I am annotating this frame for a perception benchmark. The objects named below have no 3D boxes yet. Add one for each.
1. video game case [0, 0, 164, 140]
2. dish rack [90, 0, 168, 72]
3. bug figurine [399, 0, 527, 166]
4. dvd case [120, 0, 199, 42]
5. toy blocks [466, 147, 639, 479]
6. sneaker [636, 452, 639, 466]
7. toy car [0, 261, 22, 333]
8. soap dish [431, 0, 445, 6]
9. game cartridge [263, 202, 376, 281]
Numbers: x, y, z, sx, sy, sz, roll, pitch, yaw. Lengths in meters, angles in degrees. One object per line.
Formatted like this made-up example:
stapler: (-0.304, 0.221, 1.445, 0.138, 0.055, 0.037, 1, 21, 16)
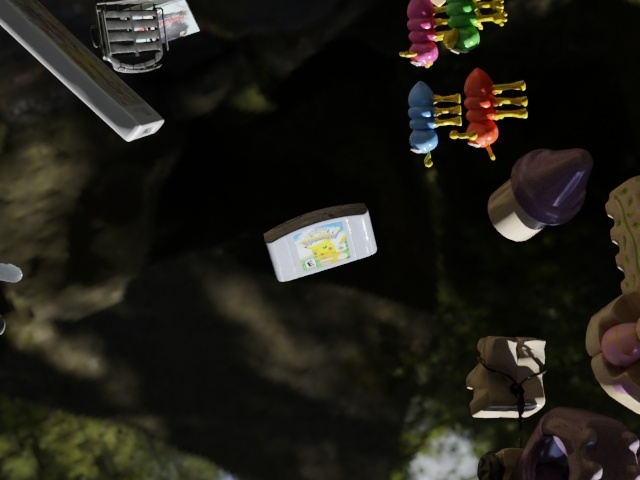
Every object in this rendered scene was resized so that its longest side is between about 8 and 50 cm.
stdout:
video game case: (-0.268, -0.196, 1.625, 0.026, 0.227, 0.206, -47, -176, 5)
dish rack: (-0.221, -0.339, 1.805, 0.074, 0.272, 0.208, -5, -172, 18)
bug figurine: (0.153, -0.199, 1.801, 0.072, 0.216, 0.279, -5, -178, -17)
dvd case: (-0.210, -0.287, 1.971, 0.087, 0.013, 0.119, -18, 165, 1)
toy blocks: (0.282, 0.031, 0.946, 0.309, 0.289, 0.260, 6, 154, -25)
sneaker: (0.258, 0.286, 1.310, 0.097, 0.276, 0.135, 19, -179, -19)
toy car: (-0.444, 0.043, 1.733, 0.149, 0.188, 0.155, -76, -171, -60)
soap dish: (0.105, -0.461, 1.827, 0.229, 0.291, 0.118, -50, -162, 13)
game cartridge: (0.000, 0.000, 1.172, 0.083, 0.017, 0.056, -18, 134, -1)
